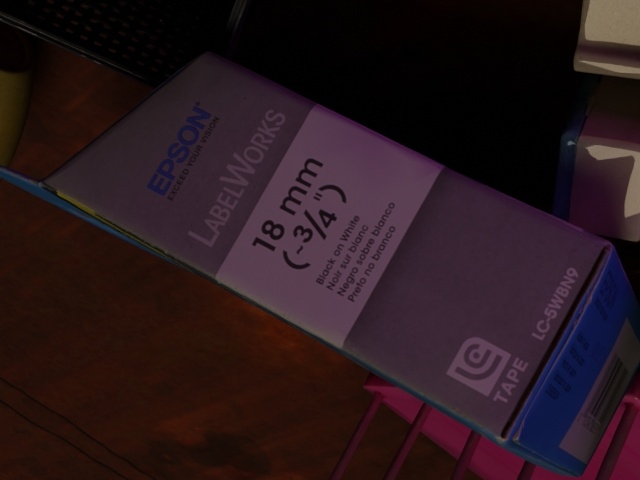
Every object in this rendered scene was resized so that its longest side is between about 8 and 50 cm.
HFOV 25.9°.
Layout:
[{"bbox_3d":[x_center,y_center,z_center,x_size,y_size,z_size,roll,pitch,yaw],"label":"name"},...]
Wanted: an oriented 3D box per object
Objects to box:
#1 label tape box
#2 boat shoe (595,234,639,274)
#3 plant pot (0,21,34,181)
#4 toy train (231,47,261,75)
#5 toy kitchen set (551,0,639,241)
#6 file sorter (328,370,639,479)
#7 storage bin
[{"bbox_3d":[0.000,0.000,0.756,0.333,0.106,0.240,27,176,21],"label":"label tape box"},{"bbox_3d":[0.230,-0.002,0.768,0.178,0.060,0.064,1,141,27],"label":"boat shoe"},{"bbox_3d":[-0.230,-0.096,0.848,0.134,0.134,0.095,36,118,-20],"label":"plant pot"},{"bbox_3d":[-0.064,-0.067,0.871,0.036,0.027,0.158,29,147,9],"label":"toy train"},{"bbox_3d":[0.091,-0.130,0.655,0.166,0.122,0.207,11,124,15],"label":"toy kitchen set"},{"bbox_3d":[0.146,0.216,0.941,0.202,0.182,0.290,38,158,-23],"label":"file sorter"},{"bbox_3d":[-0.113,-0.166,0.712,0.180,0.084,0.122,23,145,-4],"label":"storage bin"}]
